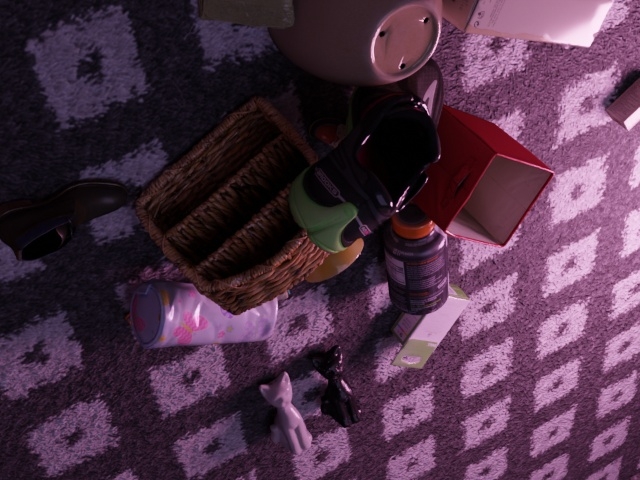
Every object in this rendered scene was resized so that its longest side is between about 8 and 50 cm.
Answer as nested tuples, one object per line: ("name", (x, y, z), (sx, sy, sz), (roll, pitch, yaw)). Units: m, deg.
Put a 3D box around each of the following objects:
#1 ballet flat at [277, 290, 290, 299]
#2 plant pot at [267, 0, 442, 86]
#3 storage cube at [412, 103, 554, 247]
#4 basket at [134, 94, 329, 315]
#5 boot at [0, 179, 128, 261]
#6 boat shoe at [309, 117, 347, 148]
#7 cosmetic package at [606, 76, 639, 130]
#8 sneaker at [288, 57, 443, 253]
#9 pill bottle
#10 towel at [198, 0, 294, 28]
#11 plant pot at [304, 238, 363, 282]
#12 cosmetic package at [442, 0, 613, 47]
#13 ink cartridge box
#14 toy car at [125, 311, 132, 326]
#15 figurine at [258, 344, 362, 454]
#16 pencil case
("ballet flat", (-0.096, 0.063, 1.854), (0.052, 0.057, 0.168), (-21, 136, -7))
("plant pot", (0.080, -0.352, 1.514), (0.284, 0.191, 0.284), (-20, 136, -21))
("storage cube", (0.290, -0.124, 1.868), (0.215, 0.193, 0.184), (10, 119, -42))
("basket", (-0.118, -0.044, 1.620), (0.299, 0.213, 0.223), (-40, 140, -1))
("boot", (-0.393, -0.026, 1.516), (0.219, 0.106, 0.082), (-17, 134, -23))
("boat shoe", (0.040, -0.184, 1.743), (0.137, 0.043, 0.049), (13, 119, -41))
("cosmetic package", (0.686, -0.301, 2.104), (0.115, 0.060, 0.041), (-43, 140, 6))
("sneaker", (0.126, -0.157, 1.572), (0.202, 0.483, 0.185), (-22, 117, 39))
("pill bottle", (0.196, 0.030, 1.980), (0.130, 0.130, 0.246), (-26, 138, -15))
("towel", (-0.109, -0.369, 1.434), (0.148, 0.027, 0.110), (6, 131, 0))
("plant pot", (0.000, 0.000, 1.827), (0.134, 0.134, 0.095), (-37, 114, -4))
("cosmetic package", (0.335, -0.425, 1.662), (0.309, 0.160, 0.113), (-1, 127, -35))
("ink cartridge box", (0.234, 0.191, 2.203), (0.109, 0.062, 0.209), (13, 118, -42))
("toy car", (-0.294, 0.138, 1.783), (0.122, 0.040, 0.060), (-24, 137, -16))
("figurine", (-0.026, 0.346, 2.143), (0.215, 0.092, 0.209), (-26, 129, -14))
("pencil case", (-0.207, 0.128, 1.758), (0.273, 0.113, 0.124), (-1, 107, -40))
